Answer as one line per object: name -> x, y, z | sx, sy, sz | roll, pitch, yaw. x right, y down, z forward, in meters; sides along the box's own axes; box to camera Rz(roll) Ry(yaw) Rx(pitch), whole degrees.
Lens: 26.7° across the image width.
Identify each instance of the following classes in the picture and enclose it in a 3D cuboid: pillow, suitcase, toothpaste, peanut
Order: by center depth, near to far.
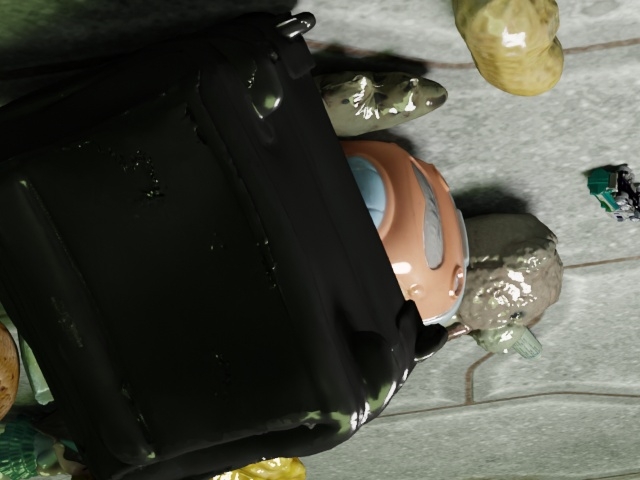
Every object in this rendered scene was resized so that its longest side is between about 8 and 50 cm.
peanut -> 0.157, -0.166, 1.083 | 0.080, 0.080, 0.174 | -15, 157, 17
suitcase -> -0.112, 0.017, 1.095 | 0.339, 0.345, 0.188 | -18, -167, 29
pillow -> -0.012, -0.114, 1.172 | 0.241, 0.051, 0.093 | -10, 159, 11
toothpaste -> 0.255, 0.121, 1.772 | 0.048, 0.029, 0.197 | -20, 150, 19

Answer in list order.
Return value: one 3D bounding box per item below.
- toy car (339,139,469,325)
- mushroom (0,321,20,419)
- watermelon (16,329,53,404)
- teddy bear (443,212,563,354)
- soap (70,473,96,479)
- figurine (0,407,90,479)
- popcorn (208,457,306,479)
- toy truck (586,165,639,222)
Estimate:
toy car -> 0.000, 0.000, 1.253 | 0.271, 0.180, 0.212 | -9, 159, 5
mushroom -> -0.448, 0.137, 1.456 | 0.253, 0.153, 0.253 | 12, 155, 6
watermelon -> -0.208, 0.082, 1.492 | 0.257, 0.139, 0.193 | -12, 164, -8
teddy bear -> 0.128, 0.053, 1.454 | 0.267, 0.151, 0.236 | -5, 176, 2
soap -> -0.231, 0.352, 1.765 | 0.204, 0.096, 0.324 | -22, -168, 0
figurine -> -0.352, 0.268, 1.843 | 0.246, 0.110, 0.138 | -17, -167, 28
popcorn -> -0.105, 0.208, 1.646 | 0.190, 0.250, 0.250 | -50, 146, 3
toy truck -> 0.311, -0.048, 1.417 | 0.044, 0.039, 0.083 | -1, 159, 30
